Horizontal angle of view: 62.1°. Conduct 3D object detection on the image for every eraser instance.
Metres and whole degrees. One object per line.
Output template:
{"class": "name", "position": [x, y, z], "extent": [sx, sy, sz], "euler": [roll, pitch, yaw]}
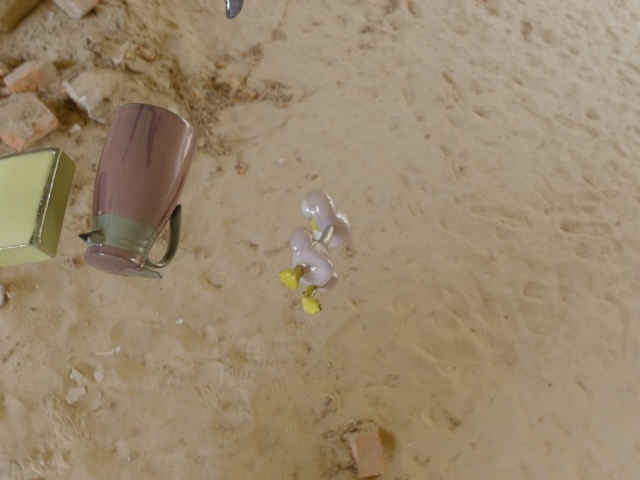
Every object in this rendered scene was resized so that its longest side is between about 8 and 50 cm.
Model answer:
{"class": "eraser", "position": [-0.439, -0.051, 0.792], "extent": [0.117, 0.058, 0.172], "euler": [-8, 61, 12]}

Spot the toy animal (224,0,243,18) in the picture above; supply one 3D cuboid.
{"class": "toy animal", "position": [-0.135, -0.460, 0.598], "extent": [0.367, 0.205, 0.081], "euler": [54, 17, 7]}

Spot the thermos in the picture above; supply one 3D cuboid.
{"class": "thermos", "position": [-0.292, -0.067, 0.872], "extent": [0.176, 0.145, 0.265], "euler": [37, 53, -49]}

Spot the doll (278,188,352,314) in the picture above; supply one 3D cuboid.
{"class": "doll", "position": [0.001, -0.001, 1.176], "extent": [0.160, 0.094, 0.365], "euler": [54, 25, -25]}
